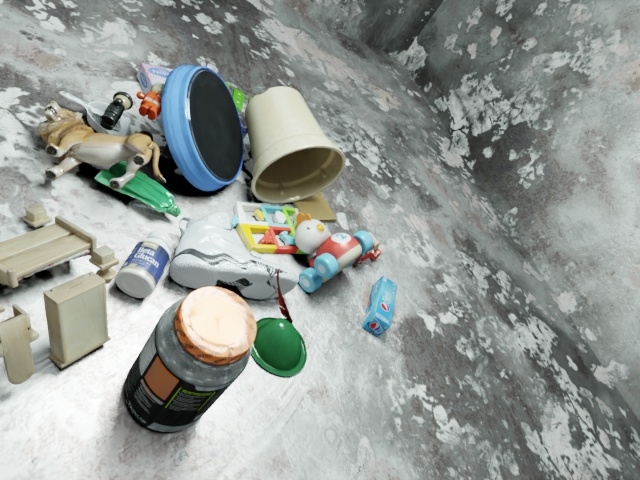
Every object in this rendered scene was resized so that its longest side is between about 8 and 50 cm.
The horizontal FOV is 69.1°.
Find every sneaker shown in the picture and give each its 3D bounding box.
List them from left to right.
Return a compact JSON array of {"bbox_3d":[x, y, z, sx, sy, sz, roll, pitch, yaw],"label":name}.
[{"bbox_3d":[-0.238,0.037,1.322,0.365,0.137,0.210,12,48,-27],"label":"sneaker"}]

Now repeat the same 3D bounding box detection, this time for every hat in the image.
[{"bbox_3d":[-0.083,0.230,1.222,0.208,0.183,0.173,32,38,-11],"label":"hat"}]

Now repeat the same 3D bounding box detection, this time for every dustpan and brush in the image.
[{"bbox_3d":[-0.695,-0.395,1.435,0.211,0.060,0.147,18,43,-27],"label":"dustpan and brush"}]

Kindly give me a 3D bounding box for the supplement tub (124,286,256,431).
[{"bbox_3d":[-0.264,0.242,0.947,0.193,0.316,0.194,24,40,-22],"label":"supplement tub"}]

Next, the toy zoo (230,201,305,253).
[{"bbox_3d":[-0.171,-0.041,1.549,0.293,0.030,0.192,3,51,-39],"label":"toy zoo"}]

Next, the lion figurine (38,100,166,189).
[{"bbox_3d":[-0.583,-0.251,1.262,0.391,0.142,0.240,14,33,-6],"label":"lion figurine"}]

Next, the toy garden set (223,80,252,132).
[{"bbox_3d":[-0.298,-0.479,1.766,0.244,0.049,0.204,26,42,-29],"label":"toy garden set"}]

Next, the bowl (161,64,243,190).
[{"bbox_3d":[-0.354,-0.355,1.468,0.391,0.077,0.392,-6,90,-74],"label":"bowl"}]

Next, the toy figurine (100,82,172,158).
[{"bbox_3d":[-0.522,-0.353,1.405,0.148,0.212,0.210,-84,158,-44],"label":"toy figurine"}]

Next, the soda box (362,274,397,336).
[{"bbox_3d":[0.204,0.219,1.571,0.067,0.071,0.210,34,38,-7],"label":"soda box"}]

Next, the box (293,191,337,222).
[{"bbox_3d":[-0.043,-0.150,1.776,0.164,0.021,0.201,-5,56,-43],"label":"box"}]

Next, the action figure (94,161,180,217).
[{"bbox_3d":[-0.503,-0.136,1.330,0.232,0.063,0.137,31,40,-2],"label":"action figure"}]

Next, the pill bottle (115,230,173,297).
[{"bbox_3d":[-0.436,0.054,1.174,0.094,0.094,0.169,28,39,-15],"label":"pill bottle"}]

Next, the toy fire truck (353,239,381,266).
[{"bbox_3d":[0.172,0.034,1.677,0.135,0.192,0.047,-31,71,-22],"label":"toy fire truck"}]

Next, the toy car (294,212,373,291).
[{"bbox_3d":[0.000,0.000,1.489,0.219,0.210,0.238,-32,82,-40],"label":"toy car"}]

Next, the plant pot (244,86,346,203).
[{"bbox_3d":[-0.119,-0.345,1.617,0.333,0.334,0.306,-1,61,-41],"label":"plant pot"}]

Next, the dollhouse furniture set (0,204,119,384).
[{"bbox_3d":[-0.631,0.104,0.994,0.355,0.174,0.303,26,32,22],"label":"dollhouse furniture set"}]

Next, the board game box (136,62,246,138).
[{"bbox_3d":[-0.474,-0.505,1.728,0.318,0.066,0.318,-5,56,-45],"label":"board game box"}]
